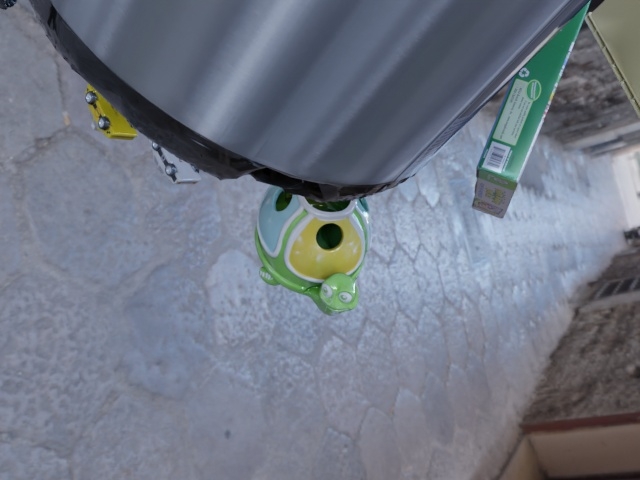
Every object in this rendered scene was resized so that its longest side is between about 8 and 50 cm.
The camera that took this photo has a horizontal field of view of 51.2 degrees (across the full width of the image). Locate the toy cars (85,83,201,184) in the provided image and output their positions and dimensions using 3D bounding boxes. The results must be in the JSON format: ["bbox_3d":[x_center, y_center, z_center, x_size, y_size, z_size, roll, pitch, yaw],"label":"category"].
[{"bbox_3d":[-0.505,-0.278,1.866,0.394,0.087,0.176,36,34,-15],"label":"toy cars"}]

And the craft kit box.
[{"bbox_3d":[0.268,-0.169,0.872,0.246,0.061,0.249,34,78,-79],"label":"craft kit box"}]

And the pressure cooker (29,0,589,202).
[{"bbox_3d":[0.045,-0.275,0.417,0.376,0.420,0.369,20,46,-25],"label":"pressure cooker"}]

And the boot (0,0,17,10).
[{"bbox_3d":[-0.710,-0.554,1.436,0.045,0.121,0.099,-47,144,-21],"label":"boot"}]

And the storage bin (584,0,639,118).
[{"bbox_3d":[0.574,-0.324,0.989,0.123,0.262,0.260,5,57,-33],"label":"storage bin"}]

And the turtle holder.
[{"bbox_3d":[-0.016,-0.011,1.328,0.227,0.244,0.320,109,0,-54],"label":"turtle holder"}]
